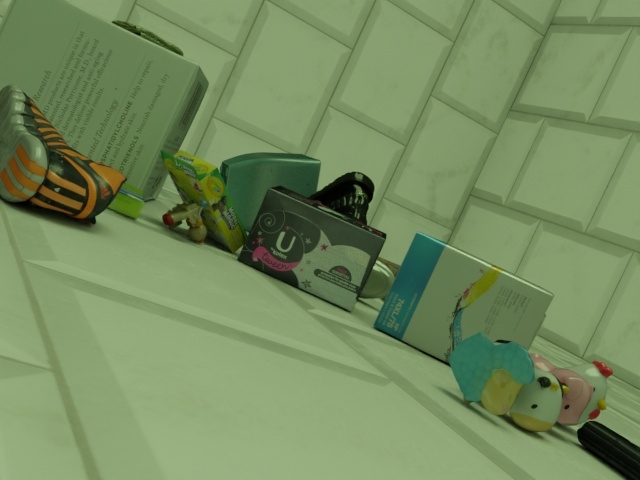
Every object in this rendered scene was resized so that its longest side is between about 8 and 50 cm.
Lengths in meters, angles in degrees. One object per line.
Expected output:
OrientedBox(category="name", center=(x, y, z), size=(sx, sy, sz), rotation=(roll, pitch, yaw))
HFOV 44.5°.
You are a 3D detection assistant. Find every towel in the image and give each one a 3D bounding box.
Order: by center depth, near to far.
OrientedBox(category="towel", center=(-0.386, -0.454, 1.756), size=(0.110, 0.027, 0.148), rotation=(27, 4, 36))

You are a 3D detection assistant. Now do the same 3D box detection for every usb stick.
OrientedBox(category="usb stick", center=(0.466, 0.328, 1.085), size=(0.077, 0.045, 0.278), rotation=(31, 1, -24))

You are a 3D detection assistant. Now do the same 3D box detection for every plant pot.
OrientedBox(category="plant pot", center=(-0.165, -0.137, 2.254), size=(0.253, 0.247, 0.247), rotation=(7, 9, -16))

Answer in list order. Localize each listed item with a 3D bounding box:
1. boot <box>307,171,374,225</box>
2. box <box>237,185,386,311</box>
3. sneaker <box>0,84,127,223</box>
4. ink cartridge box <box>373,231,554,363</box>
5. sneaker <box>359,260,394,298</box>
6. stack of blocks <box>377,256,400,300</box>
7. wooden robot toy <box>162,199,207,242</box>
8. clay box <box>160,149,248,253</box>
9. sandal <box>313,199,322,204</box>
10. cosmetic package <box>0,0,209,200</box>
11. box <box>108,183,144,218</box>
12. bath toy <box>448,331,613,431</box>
OrientedBox(category="boot", center=(-0.003, -0.003, 1.993), size=(0.131, 0.348, 0.260), rotation=(31, 43, -20))
OrientedBox(category="box", center=(-0.014, 0.013, 1.546), size=(0.247, 0.163, 0.142), rotation=(25, 7, 4))
OrientedBox(category="sneaker", center=(-0.410, -0.115, 1.188), size=(0.180, 0.124, 0.321), rotation=(29, 15, -42))
OrientedBox(category="ink cartridge box", center=(0.276, 0.130, 1.481), size=(0.270, 0.197, 0.198), rotation=(25, 3, 15))
OrientedBox(category="sneaker", center=(0.033, 0.070, 1.735), size=(0.263, 0.099, 0.121), rotation=(18, 9, 16))
OrientedBox(category="stack of blocks", center=(0.237, 0.132, 2.107), size=(0.171, 0.087, 0.297), rotation=(24, 3, -11))
OrientedBox(category="wooden robot toy", center=(-0.252, -0.028, 1.487), size=(0.173, 0.076, 0.079), rotation=(8, -57, 67))
OrientedBox(category="clay box", center=(-0.229, -0.088, 1.546), size=(0.127, 0.053, 0.222), rotation=(28, -32, 41))
OrientedBox(category="sandal", center=(-0.085, -0.052, 1.890), size=(0.219, 0.060, 0.090), rotation=(-27, 23, -24))
OrientedBox(category="cosmetic package", center=(-0.498, -0.310, 1.734), size=(0.394, 0.327, 0.329), rotation=(25, 3, -5))
OrientedBox(category="box", center=(-0.388, -0.087, 1.466), size=(0.109, 0.042, 0.178), rotation=(23, 4, -17))
OrientedBox(category="bath toy", center=(0.347, 0.222, 1.195), size=(0.348, 0.129, 0.151), rotation=(20, 40, -46))
